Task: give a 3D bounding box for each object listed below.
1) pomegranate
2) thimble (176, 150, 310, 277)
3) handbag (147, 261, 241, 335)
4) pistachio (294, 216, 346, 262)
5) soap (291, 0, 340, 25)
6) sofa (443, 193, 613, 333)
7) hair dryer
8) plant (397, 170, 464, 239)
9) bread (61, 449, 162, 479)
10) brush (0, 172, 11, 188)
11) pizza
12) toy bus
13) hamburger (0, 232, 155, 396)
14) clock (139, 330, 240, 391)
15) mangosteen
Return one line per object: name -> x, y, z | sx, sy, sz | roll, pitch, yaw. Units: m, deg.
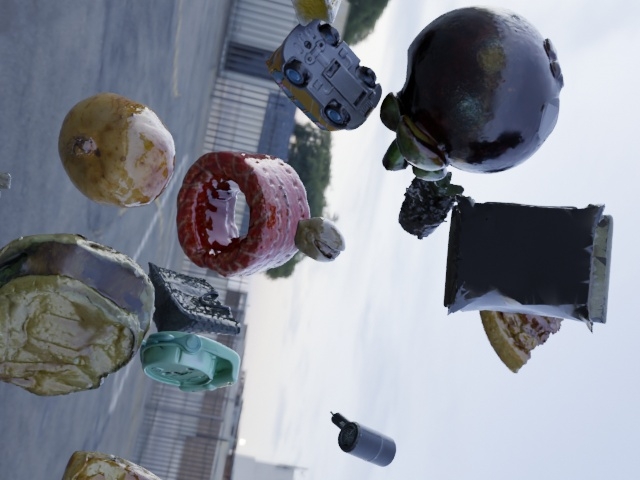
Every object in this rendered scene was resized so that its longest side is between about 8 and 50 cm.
pomegranate -> -0.419, -0.182, 1.432 | 0.248, 0.248, 0.248 | -168, -90, -83
thimble -> -0.215, -0.074, 1.939 | 0.231, 0.350, 0.350 | -11, 119, -59
handbag -> -0.284, 0.131, 1.501 | 0.270, 0.175, 0.088 | 40, -66, 55
pistachio -> 0.000, 0.000, 1.726 | 0.149, 0.113, 0.113 | 40, 53, -50
soap -> 0.003, -0.502, 1.222 | 0.140, 0.073, 0.232 | 66, 31, -47
sofa -> 0.331, 0.031, 1.126 | 0.182, 0.258, 0.200 | -7, 100, -70
hair dryer -> 0.070, 0.437, 1.606 | 0.071, 0.124, 0.219 | -60, -152, -4
plant -> 0.280, -0.101, 1.785 | 0.131, 0.142, 0.203 | -48, 162, -40
bread -> -0.359, 0.494, 1.216 | 0.099, 0.235, 0.210 | -10, -125, 44
brush -> -0.808, -0.132, 1.468 | 0.054, 0.282, 0.048 | 125, -37, -50
pizza -> 0.538, 0.145, 1.820 | 0.114, 0.278, 0.408 | 139, -37, -75
toy bus -> -0.001, -0.300, 1.301 | 0.126, 0.209, 0.136 | -54, -157, -20
hamburger -> -0.409, 0.114, 1.092 | 0.285, 0.265, 0.134 | -38, -136, 24
clock -> -0.250, 0.212, 1.233 | 0.148, 0.188, 0.060 | -19, -129, 36
mangosteen -> 0.255, -0.243, 1.184 | 0.311, 0.311, 0.311 | -168, -90, -83
